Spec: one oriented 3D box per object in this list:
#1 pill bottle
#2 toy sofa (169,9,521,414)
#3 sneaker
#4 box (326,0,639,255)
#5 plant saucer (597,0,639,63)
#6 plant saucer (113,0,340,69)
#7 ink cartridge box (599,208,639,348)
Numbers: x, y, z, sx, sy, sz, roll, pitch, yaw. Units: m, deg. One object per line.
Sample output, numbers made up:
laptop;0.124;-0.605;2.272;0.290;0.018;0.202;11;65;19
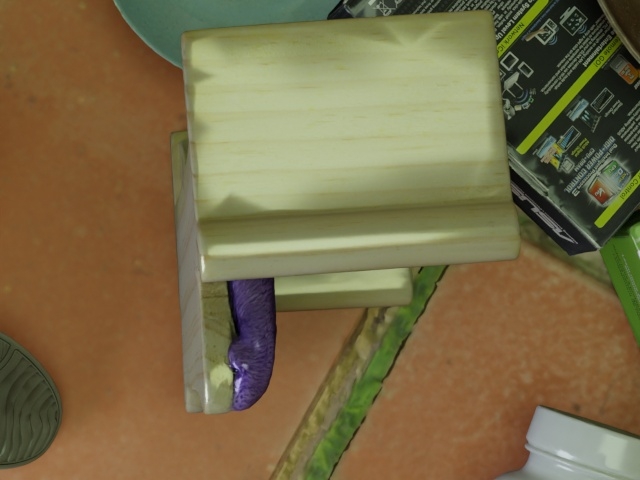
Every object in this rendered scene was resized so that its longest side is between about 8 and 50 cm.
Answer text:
pill bottle;0.142;0.216;1.147;0.121;0.121;0.216;18;88;-5
toy sofa;0.000;0.000;1.012;0.150;0.362;0.177;-4;85;-6
sneaker;-0.264;0.065;1.135;0.222;0.118;0.083;29;84;-34
box;0.170;-0.160;1.158;0.216;0.060;0.270;42;80;-6
plant saucer;0.301;-0.201;1.098;0.311;0.050;0.310;-1;85;6
plant saucer;-0.047;-0.190;1.154;0.195;0.037;0.195;-1;93;-18
ink cartridge box;0.310;0.074;1.173;0.189;0.097;0.255;-23;92;-5
